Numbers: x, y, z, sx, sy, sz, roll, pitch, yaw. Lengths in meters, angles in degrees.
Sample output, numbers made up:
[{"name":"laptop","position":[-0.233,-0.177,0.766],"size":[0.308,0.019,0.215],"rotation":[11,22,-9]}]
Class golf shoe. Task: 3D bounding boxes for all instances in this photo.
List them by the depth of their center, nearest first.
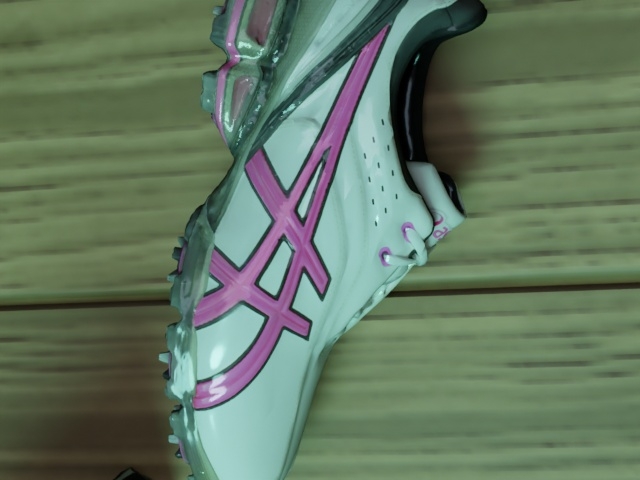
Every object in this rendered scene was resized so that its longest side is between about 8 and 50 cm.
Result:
[{"name":"golf shoe","position":[0.000,0.000,0.511],"size":[0.086,0.067,0.186],"rotation":[12,100,12]}]

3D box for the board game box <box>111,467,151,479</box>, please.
[{"name":"board game box","position":[-0.135,0.160,0.539],"size":[0.026,0.126,0.186],"rotation":[45,107,6]}]
